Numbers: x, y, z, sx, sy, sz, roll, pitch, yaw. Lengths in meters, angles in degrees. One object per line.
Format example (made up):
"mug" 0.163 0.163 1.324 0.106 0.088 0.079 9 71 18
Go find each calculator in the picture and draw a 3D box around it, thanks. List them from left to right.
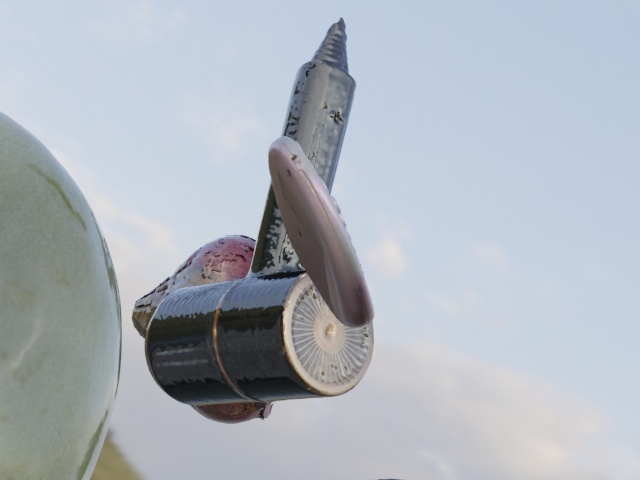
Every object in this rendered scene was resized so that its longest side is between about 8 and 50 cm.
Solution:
"calculator" 0.000 0.000 1.138 0.103 0.024 0.166 57 -10 34

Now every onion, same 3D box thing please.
"onion" -0.105 0.085 1.744 0.147 0.184 0.184 3 -18 4

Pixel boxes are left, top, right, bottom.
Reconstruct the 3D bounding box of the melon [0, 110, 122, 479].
"melon" -0.218 0.073 0.742 0.272 0.308 0.272 52 -19 26

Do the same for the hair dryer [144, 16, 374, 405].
"hair dryer" -0.031 -0.029 1.567 0.189 0.352 0.107 -10 -31 44

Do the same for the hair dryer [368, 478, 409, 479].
"hair dryer" 0.065 0.307 1.396 0.156 0.320 0.284 19 27 7
